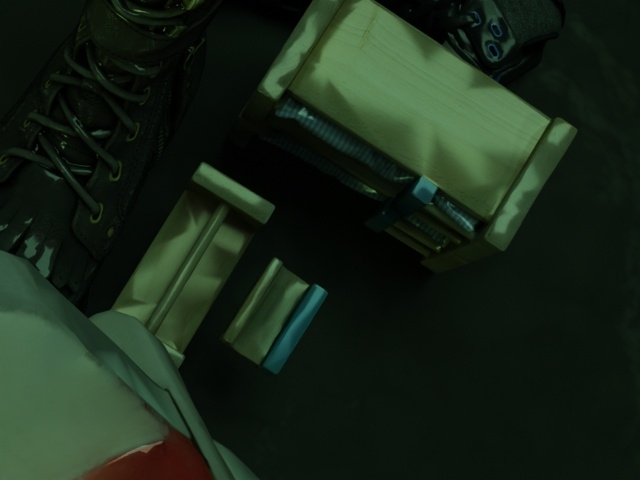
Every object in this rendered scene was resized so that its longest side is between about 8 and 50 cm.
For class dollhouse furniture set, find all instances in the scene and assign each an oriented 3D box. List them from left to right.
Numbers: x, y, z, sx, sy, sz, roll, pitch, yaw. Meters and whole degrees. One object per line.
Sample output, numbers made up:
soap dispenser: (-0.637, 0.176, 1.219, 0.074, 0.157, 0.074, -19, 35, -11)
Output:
dollhouse furniture set: (0.000, 0.000, 0.755, 0.129, 0.129, 0.183, 33, 80, -4)

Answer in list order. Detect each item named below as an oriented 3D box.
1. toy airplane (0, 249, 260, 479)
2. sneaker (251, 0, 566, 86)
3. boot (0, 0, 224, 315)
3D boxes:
toy airplane: (-0.166, 0.172, 0.416, 0.386, 0.384, 0.272, 10, 50, -20)
sneaker: (0.038, -0.125, 0.845, 0.217, 0.079, 0.121, -10, 66, -29)
boot: (-0.091, -0.069, 0.669, 0.091, 0.229, 0.263, 29, 56, -7)
